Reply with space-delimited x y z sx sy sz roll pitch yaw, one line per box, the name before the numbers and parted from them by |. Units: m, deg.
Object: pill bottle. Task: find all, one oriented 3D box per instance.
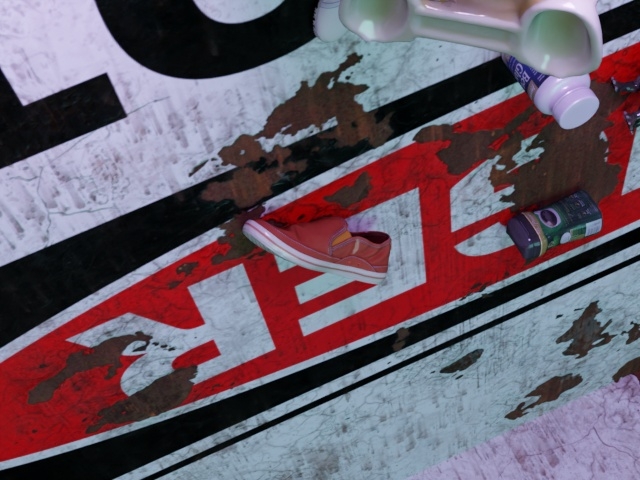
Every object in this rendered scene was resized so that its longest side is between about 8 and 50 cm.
pill bottle | 0.365 -0.259 1.594 0.094 0.169 0.094 -19 147 -13

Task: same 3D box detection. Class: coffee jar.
coffee jar | 0.481 -0.031 2.085 0.185 0.096 0.079 -20 145 -10

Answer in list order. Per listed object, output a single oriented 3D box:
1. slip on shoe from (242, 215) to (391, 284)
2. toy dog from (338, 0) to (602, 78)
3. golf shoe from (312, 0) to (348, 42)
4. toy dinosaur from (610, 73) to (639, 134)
slip on shoe | 0.000 0.000 1.778 0.331 0.123 0.101 14 98 -41
toy dog | 0.177 -0.431 1.029 0.285 0.407 0.395 10 167 16
golf shoe | 0.055 -0.320 1.355 0.069 0.086 0.176 3 139 -42
toy dinosaur | 0.627 -0.262 1.837 0.160 0.121 0.313 -22 147 17
